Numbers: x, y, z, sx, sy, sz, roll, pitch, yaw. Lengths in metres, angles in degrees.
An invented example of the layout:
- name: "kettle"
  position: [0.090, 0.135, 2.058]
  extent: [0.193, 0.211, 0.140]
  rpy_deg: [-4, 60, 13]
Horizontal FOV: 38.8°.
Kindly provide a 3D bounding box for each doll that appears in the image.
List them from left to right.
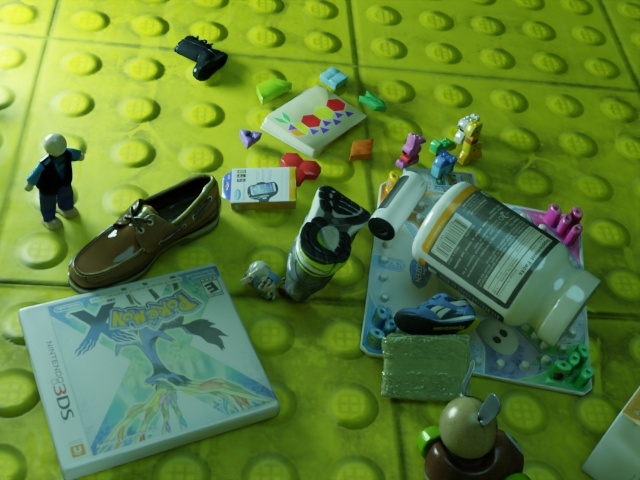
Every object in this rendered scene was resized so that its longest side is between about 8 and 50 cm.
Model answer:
- name: "doll"
  position: [-0.443, -0.108, 1.532]
  extent: [0.046, 0.189, 0.129]
  rpy_deg: [32, 51, 18]

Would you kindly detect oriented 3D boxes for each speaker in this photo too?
- name: "speaker"
  position: [0.137, -0.061, 1.603]
  extent: [0.055, 0.055, 0.136]
  rpy_deg: [28, 53, 14]

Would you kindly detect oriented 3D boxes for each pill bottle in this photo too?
- name: "pill bottle"
  position: [0.301, 0.039, 1.483]
  extent: [0.278, 0.162, 0.162]
  rpy_deg: [36, 52, 17]

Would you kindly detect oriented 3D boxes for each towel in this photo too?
- name: "towel"
  position: [0.169, 0.202, 1.445]
  extent: [0.148, 0.027, 0.110]
  rpy_deg: [1, 88, -7]

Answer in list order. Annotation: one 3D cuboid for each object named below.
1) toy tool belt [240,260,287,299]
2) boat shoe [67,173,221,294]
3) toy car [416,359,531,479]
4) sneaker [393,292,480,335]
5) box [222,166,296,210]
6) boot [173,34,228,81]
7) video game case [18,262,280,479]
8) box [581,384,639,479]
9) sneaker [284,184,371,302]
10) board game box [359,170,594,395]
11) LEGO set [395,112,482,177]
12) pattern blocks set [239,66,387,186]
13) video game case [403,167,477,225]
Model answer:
- name: "toy tool belt"
  position: [-0.094, 0.077, 1.531]
  extent: [0.083, 0.052, 0.051]
  rpy_deg: [39, 55, -13]
- name: "boat shoe"
  position: [-0.300, -0.023, 1.540]
  extent: [0.110, 0.104, 0.307]
  rpy_deg: [37, 52, 21]
- name: "toy car"
  position: [0.226, 0.270, 1.293]
  extent: [0.149, 0.188, 0.155]
  rpy_deg: [-6, 29, -16]
- name: "sneaker"
  position: [0.183, 0.119, 1.470]
  extent: [0.144, 0.053, 0.059]
  rpy_deg: [3, 52, -19]
- name: "box"
  position: [-0.112, -0.096, 1.678]
  extent: [0.136, 0.028, 0.081]
  rpy_deg: [-2, 56, 3]
- name: "boot"
  position: [-0.264, -0.387, 1.918]
  extent: [0.099, 0.045, 0.121]
  rpy_deg: [29, 42, 12]
- name: "video game case"
  position: [-0.268, 0.187, 1.403]
  extent: [0.329, 0.036, 0.300]
  rpy_deg: [-13, 52, -22]
- name: "box"
  position: [0.600, 0.272, 1.406]
  extent: [0.215, 0.168, 0.345]
  rpy_deg: [36, 51, 21]
- name: "sneaker"
  position: [0.000, 0.000, 1.574]
  extent: [0.111, 0.121, 0.300]
  rpy_deg: [35, 29, 0]
- name: "board game box"
  position: [0.282, 0.061, 1.599]
  extent: [0.390, 0.050, 0.390]
  rpy_deg: [11, 50, -1]
- name: "LEGO set"
  position: [0.266, -0.200, 1.802]
  extent: [0.227, 0.093, 0.087]
  rpy_deg: [-26, 51, -35]
- name: "pattern blocks set"
  position: [-0.015, -0.241, 1.846]
  extent: [0.325, 0.026, 0.285]
  rpy_deg: [-29, 60, -31]
- name: "video game case"
  position: [0.238, -0.078, 1.753]
  extent: [0.143, 0.019, 0.157]
  rpy_deg: [4, 47, -8]
